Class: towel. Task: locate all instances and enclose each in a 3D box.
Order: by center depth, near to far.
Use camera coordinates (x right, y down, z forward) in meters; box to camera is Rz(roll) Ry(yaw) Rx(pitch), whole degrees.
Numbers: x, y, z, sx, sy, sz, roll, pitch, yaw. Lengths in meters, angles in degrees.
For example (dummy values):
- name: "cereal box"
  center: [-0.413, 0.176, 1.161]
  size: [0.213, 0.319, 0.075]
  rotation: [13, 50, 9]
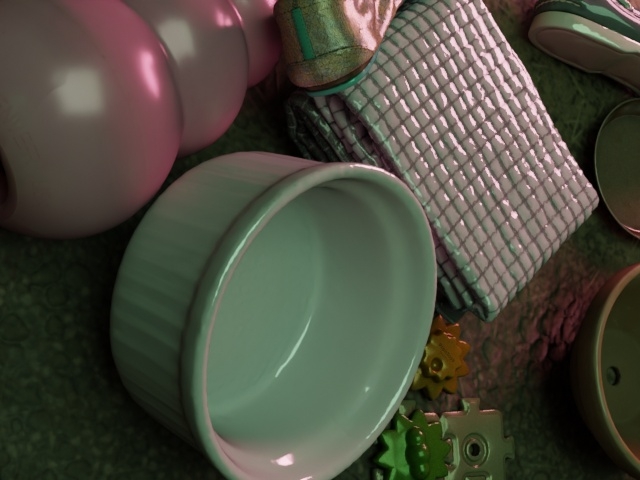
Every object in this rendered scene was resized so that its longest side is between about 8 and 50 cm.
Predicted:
- name: "towel"
  center: [0.120, -0.083, 1.143]
  size: [0.235, 0.121, 0.283]
  rotation: [-43, 103, -37]

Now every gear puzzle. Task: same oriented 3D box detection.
- name: "gear puzzle"
  center: [0.131, 0.238, 1.148]
  size: [0.175, 0.044, 0.339]
  rotation: [2, 81, -29]

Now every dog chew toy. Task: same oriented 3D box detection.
- name: "dog chew toy"
  center: [-0.155, -0.141, 0.967]
  size: [0.332, 0.206, 0.206]
  rotation: [-37, 101, -37]

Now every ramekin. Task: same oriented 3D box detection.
- name: "ramekin"
  center: [-0.041, 0.058, 0.974]
  size: [0.277, 0.135, 0.277]
  rotation: [-21, 120, -43]

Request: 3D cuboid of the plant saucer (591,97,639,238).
- name: "plant saucer"
  center: [0.369, -0.078, 1.344]
  size: [0.168, 0.029, 0.168]
  rotation: [6, 78, -29]

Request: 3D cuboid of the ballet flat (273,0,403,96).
- name: "ballet flat"
  center: [0.028, -0.237, 1.056]
  size: [0.106, 0.107, 0.316]
  rotation: [64, 21, -22]

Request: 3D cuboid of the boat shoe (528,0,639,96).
- name: "boat shoe"
  center: [0.382, -0.220, 1.326]
  size: [0.319, 0.116, 0.099]
  rotation: [19, 77, -21]

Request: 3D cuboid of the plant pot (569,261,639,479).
- name: "plant pot"
  center: [0.344, 0.141, 1.248]
  size: [0.237, 0.110, 0.237]
  rotation: [4, 81, -29]
